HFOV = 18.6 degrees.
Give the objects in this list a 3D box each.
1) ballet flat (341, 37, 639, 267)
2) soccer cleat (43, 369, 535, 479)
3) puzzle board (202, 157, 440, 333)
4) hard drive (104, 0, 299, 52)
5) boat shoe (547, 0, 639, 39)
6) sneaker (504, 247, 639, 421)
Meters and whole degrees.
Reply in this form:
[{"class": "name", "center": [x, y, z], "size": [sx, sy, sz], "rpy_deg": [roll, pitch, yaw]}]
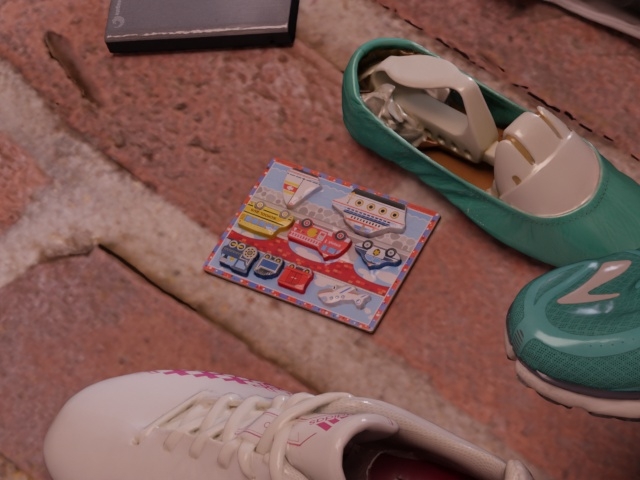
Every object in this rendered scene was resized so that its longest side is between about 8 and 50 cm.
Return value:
[{"class": "ballet flat", "center": [0.107, -0.057, 1.226], "size": [0.247, 0.087, 0.083], "rpy_deg": [30, 68, 28]}, {"class": "soccer cleat", "center": [-0.018, 0.122, 1.103], "size": [0.331, 0.143, 0.116], "rpy_deg": [13, 61, 21]}, {"class": "puzzle board", "center": [0.000, 0.000, 1.261], "size": [0.128, 0.011, 0.096], "rpy_deg": [20, 64, 24]}, {"class": "hard drive", "center": [-0.082, -0.177, 1.392], "size": [0.135, 0.022, 0.094], "rpy_deg": [-2, 57, 13]}, {"class": "boat shoe", "center": [0.143, -0.208, 1.313], "size": [0.258, 0.095, 0.084], "rpy_deg": [25, 62, 28]}, {"class": "sneaker", "center": [0.225, 0.012, 0.987], "size": [0.275, 0.110, 0.107], "rpy_deg": [-13, 49, -2]}]
